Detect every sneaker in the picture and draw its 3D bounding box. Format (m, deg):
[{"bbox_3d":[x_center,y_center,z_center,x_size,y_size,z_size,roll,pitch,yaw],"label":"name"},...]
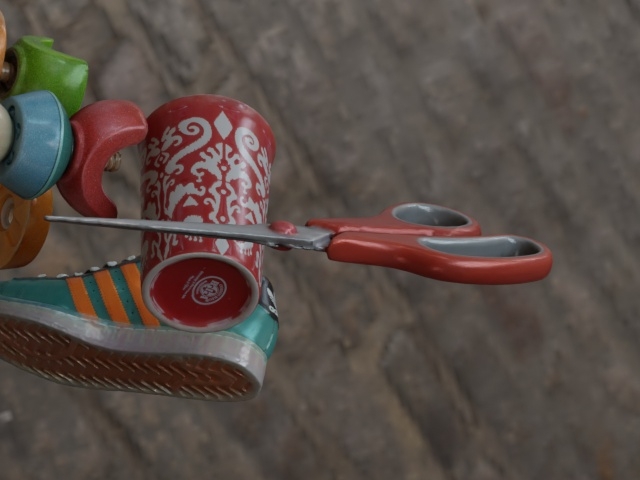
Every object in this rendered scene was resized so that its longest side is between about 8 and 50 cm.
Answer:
[{"bbox_3d":[-0.185,0.068,1.836,0.108,0.302,0.121,85,18,-53],"label":"sneaker"}]

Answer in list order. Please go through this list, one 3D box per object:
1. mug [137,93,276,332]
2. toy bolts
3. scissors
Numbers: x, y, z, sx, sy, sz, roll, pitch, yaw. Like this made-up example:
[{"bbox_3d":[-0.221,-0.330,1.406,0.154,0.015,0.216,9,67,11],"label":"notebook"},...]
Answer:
[{"bbox_3d":[-0.090,-0.006,1.553,0.169,0.113,0.150,-92,177,-46],"label":"mug"},{"bbox_3d":[-0.272,-0.075,1.591,0.158,0.228,0.218,12,100,-36],"label":"toy bolts"},{"bbox_3d":[0.000,0.000,1.076,0.297,0.109,0.021,1,111,-39],"label":"scissors"}]
